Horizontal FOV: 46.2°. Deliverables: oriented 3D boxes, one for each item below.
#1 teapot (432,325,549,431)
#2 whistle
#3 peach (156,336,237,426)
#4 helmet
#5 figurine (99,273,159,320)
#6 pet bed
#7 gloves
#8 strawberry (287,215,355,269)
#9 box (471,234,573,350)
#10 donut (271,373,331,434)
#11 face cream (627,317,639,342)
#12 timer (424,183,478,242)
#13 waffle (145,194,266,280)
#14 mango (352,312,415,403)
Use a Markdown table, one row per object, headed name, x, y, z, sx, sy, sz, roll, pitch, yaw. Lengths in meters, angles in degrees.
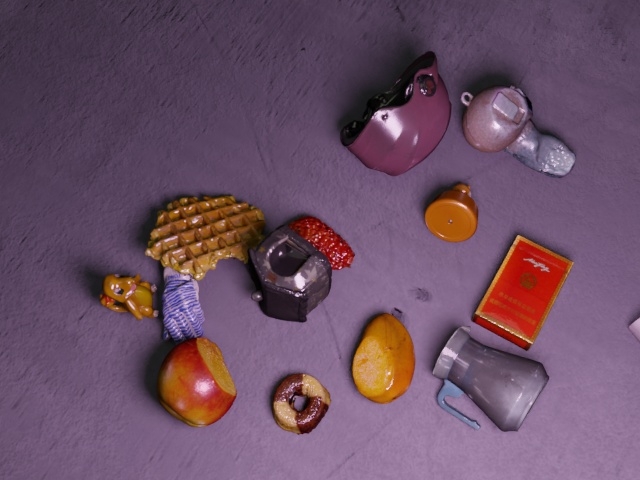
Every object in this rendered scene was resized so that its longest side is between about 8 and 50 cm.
| name | x | y | z | sx | sy | sz | roll | pitch | yaw |
| --- | --- | --- | --- | --- | --- | --- | --- | --- | --- |
| teapot | 0.369 | 0.318 | 1.679 | 0.225 | 0.171 | 0.203 | 31 | 101 | 22 |
| whistle | 0.502 | -0.275 | 1.955 | 0.347 | 0.189 | 0.189 | 34 | 70 | -6 |
| peach | -0.272 | 0.313 | 1.687 | 0.190 | 0.190 | 0.192 | 25 | 68 | 13 |
| helmet | 0.221 | -0.304 | 1.921 | 0.197 | 0.271 | 0.338 | 48 | 68 | -11 |
| figurine | -0.473 | 0.131 | 1.788 | 0.122 | 0.176 | 0.121 | -13 | 63 | 9 |
| pet bed | -0.085 | 0.091 | 1.762 | 0.183 | 0.211 | 0.159 | 39 | 70 | 15 |
| gloves | -0.341 | 0.158 | 1.817 | 0.119 | 0.097 | 0.229 | -25 | 68 | 24 |
| strawberry | 0.000 | 0.000 | 1.873 | 0.188 | 0.082 | 0.121 | 23 | 66 | 16 |
| box | 0.485 | 0.123 | 1.802 | 0.153 | 0.074 | 0.240 | 27 | 70 | 18 |
| donut | -0.046 | 0.369 | 1.719 | 0.140 | 0.059 | 0.141 | -2 | 63 | 4 |
| face cream | 0.810 | 0.256 | 1.709 | 0.095 | 0.096 | 0.214 | -30 | 68 | -11 |
| timer | 0.345 | -0.091 | 1.893 | 0.132 | 0.132 | 0.152 | 19 | 44 | 11 |
| waffle | -0.280 | -0.015 | 1.864 | 0.300 | 0.058 | 0.282 | -3 | 46 | -8 |
| mango | 0.149 | 0.271 | 1.734 | 0.141 | 0.102 | 0.217 | -11 | 60 | 24 |
